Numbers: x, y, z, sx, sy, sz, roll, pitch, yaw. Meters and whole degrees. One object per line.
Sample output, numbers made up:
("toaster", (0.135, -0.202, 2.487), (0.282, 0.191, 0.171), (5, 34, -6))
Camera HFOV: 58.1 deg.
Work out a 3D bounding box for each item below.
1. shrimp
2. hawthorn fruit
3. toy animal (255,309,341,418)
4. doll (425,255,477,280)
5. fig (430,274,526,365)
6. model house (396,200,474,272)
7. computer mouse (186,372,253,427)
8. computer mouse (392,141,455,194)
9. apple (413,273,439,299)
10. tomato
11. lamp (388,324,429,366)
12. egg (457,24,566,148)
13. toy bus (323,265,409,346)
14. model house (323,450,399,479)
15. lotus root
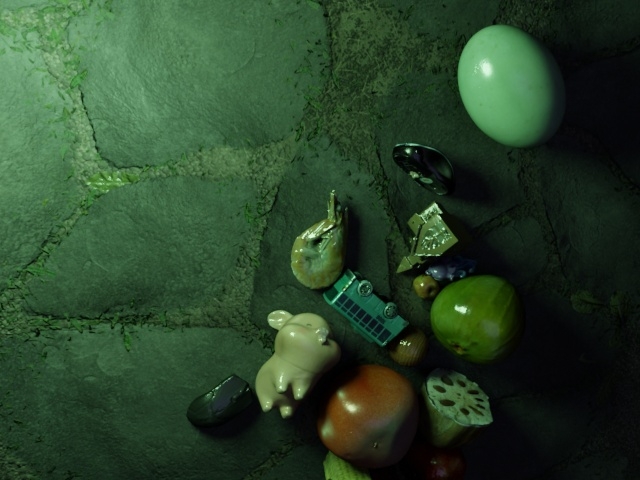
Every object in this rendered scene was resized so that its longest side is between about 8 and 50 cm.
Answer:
("shrimp", (0.000, 0.000, 1.745), (0.168, 0.077, 0.318), (3, 106, -14))
("hawthorn fruit", (0.415, 0.768, 1.992), (0.265, 0.210, 0.230), (-17, 108, -22))
("toy animal", (-0.073, 0.372, 1.748), (0.236, 0.269, 0.326), (25, 128, -20))
("doll", (0.431, 0.089, 1.875), (0.205, 0.110, 0.067), (-9, 124, -21))
("fig", (0.520, 0.237, 1.855), (0.315, 0.316, 0.317), (-4, 105, -15))
("model house", (0.321, 0.013, 1.820), (0.248, 0.180, 0.176), (-41, 70, 24))
("computer mouse", (-0.312, 0.508, 1.783), (0.217, 0.073, 0.122), (-33, 110, -7))
("computer mouse", (0.325, -0.230, 1.747), (0.233, 0.137, 0.096), (38, 73, -26))
("apple", (0.345, 0.150, 1.884), (0.083, 0.071, 0.084), (-7, 114, -15))
("tomato", (0.161, 0.574, 1.829), (0.341, 0.273, 0.342), (-4, 104, -15))
("lamp", (0.289, 0.345, 1.882), (0.136, 0.136, 0.137), (-4, 105, -15))
("egg", (0.559, -0.443, 1.684), (0.276, 0.276, 0.389), (-38, 110, -4))
("toy bus", (0.142, 0.213, 1.811), (0.256, 0.128, 0.147), (42, 92, -19))
("model house", (0.123, 0.797, 1.912), (0.253, 0.196, 0.160), (26, 103, -19))
("lotus root", (0.433, 0.581, 1.934), (0.271, 0.272, 0.192), (12, 111, -18))
